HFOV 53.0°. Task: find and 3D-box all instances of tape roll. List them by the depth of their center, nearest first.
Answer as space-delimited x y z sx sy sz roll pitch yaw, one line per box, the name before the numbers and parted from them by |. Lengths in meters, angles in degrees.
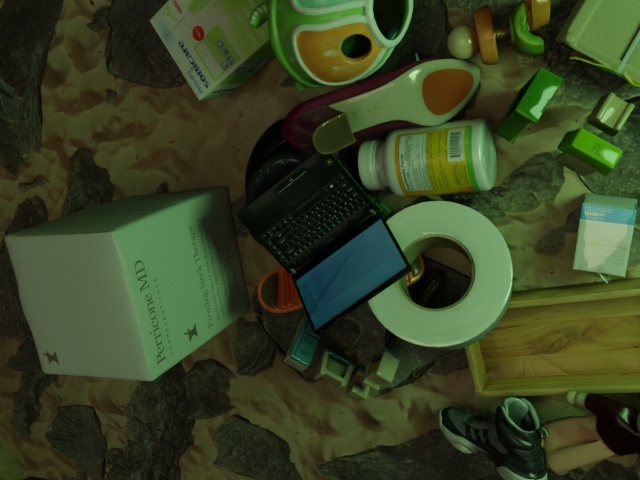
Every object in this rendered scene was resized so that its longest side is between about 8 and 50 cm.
tape roll | 0.227 0.069 1.248 0.286 0.100 0.286 -4 76 16

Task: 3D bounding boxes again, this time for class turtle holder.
turtle holder | 0.057 -0.424 1.168 0.227 0.320 0.243 7 129 42

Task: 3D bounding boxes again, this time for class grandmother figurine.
grandmother figurine | 0.545 0.364 1.191 0.208 0.104 0.342 38 146 -1

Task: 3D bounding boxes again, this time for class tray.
tray | 0.491 0.191 1.248 0.411 0.076 0.203 -9 102 29

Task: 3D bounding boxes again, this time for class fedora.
fedora | -0.066 -0.096 1.376 0.334 0.152 0.334 9 111 26

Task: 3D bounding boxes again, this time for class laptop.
laptop | 0.000 0.000 1.231 0.234 0.136 0.264 -37 106 15

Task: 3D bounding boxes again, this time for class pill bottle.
pill bottle | 0.204 -0.155 1.238 0.246 0.136 0.136 -3 105 27

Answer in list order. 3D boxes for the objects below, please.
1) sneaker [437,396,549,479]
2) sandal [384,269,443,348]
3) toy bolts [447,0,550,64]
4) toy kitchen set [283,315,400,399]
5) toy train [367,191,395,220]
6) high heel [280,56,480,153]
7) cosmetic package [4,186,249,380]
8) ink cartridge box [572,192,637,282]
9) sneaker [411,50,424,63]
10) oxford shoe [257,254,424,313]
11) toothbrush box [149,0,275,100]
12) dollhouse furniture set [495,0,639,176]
sneaker | 0.358 0.378 1.323 0.268 0.101 0.153 27 119 50
sandal | 0.208 0.158 1.383 0.060 0.090 0.219 29 112 -9
toy bolts | 0.280 -0.422 1.072 0.158 0.218 0.228 -9 91 14
toy kitchen set | 0.054 0.246 1.451 0.207 0.122 0.166 30 141 -9
toy train | 0.126 -0.072 1.373 0.083 0.017 0.023 40 109 10
high heel | 0.108 -0.266 1.205 0.181 0.377 0.127 37 143 59
cosmetic package | -0.421 0.084 1.475 0.327 0.394 0.329 -2 106 27
ink cartridge box | 0.513 -0.003 1.161 0.090 0.092 0.143 10 110 24
sneaker | 0.185 -0.313 1.252 0.044 0.040 0.109 -1 105 29
oxford shoe | 0.051 0.085 1.416 0.364 0.133 0.130 -10 74 13
toothbrush box | -0.185 -0.460 1.340 0.283 0.122 0.206 -31 91 32
dollhouse furniture set | 0.476 -0.280 1.105 0.197 0.151 0.301 31 90 6
